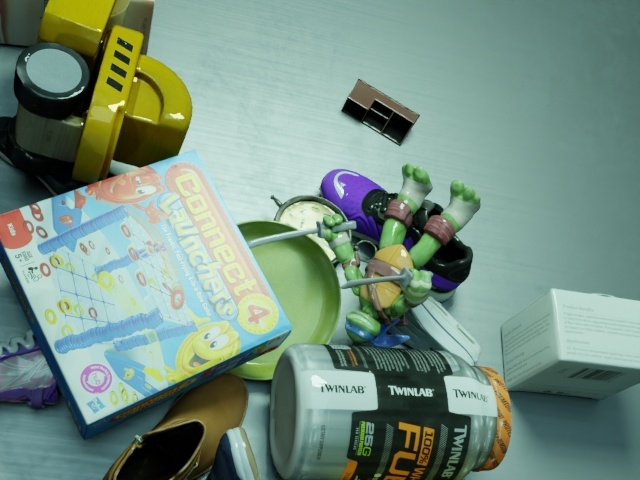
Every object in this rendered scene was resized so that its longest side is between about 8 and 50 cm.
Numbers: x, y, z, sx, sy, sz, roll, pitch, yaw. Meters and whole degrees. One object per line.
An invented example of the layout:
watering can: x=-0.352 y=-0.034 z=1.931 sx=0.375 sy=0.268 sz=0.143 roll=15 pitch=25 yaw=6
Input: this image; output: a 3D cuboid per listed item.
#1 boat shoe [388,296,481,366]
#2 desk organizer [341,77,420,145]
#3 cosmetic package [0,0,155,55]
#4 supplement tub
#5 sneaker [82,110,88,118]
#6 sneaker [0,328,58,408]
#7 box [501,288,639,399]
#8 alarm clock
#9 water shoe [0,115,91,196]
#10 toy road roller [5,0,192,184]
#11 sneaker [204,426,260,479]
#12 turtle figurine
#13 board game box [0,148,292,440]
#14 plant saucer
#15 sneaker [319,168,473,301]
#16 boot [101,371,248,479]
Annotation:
boat shoe: x=0.164 y=0.129 z=1.394 sx=0.226 sy=0.083 sz=0.076 roll=48 pitch=46 yaw=-3
desk organizer: x=0.108 y=-0.232 z=1.567 sx=0.130 sy=0.047 sz=0.050 roll=31 pitch=61 yaw=0
cosmetic package: x=-0.428 y=-0.407 z=1.425 sx=0.296 sy=0.153 sz=0.129 roll=2 pitch=63 yaw=-15
supplement tub: x=0.097 y=0.249 z=1.234 sx=0.316 sy=0.193 sz=0.194 roll=4 pitch=63 yaw=-16
sneaker: x=-0.391 y=-0.187 z=1.374 sx=0.064 sy=0.067 sz=0.175 roll=-26 pitch=76 yaw=-29
sneaker: x=-0.407 y=0.187 z=1.170 sx=0.236 sy=0.095 sz=0.104 roll=-25 pitch=81 yaw=-28
box: x=0.411 y=0.170 z=1.382 sx=0.181 sy=0.182 sz=0.119 roll=8 pitch=64 yaw=-13
alarm clock: x=0.000 y=0.000 z=1.405 sx=0.192 sy=0.064 sz=0.129 roll=14 pitch=61 yaw=-7
water shoe: x=-0.428 y=-0.138 z=1.328 sx=0.203 sy=0.080 sz=0.073 roll=38 pitch=59 yaw=3
toy road roller: x=-0.306 y=-0.233 z=1.268 sx=0.240 sy=0.202 sz=0.330 roll=16 pitch=57 yaw=-16
sneaker: x=-0.151 y=0.365 z=1.077 sx=0.153 sy=0.282 sz=0.099 roll=-5 pitch=26 yaw=-13
turtle figurine: x=0.094 y=0.001 z=1.238 sx=0.274 sy=0.198 sz=0.266 roll=42 pitch=73 yaw=-20
board game box: x=-0.244 y=0.062 z=1.183 sx=0.302 sy=0.086 sz=0.308 roll=-23 pitch=75 yaw=-27
plant saucer: x=-0.090 y=0.090 z=1.312 sx=0.241 sy=0.037 sz=0.241 roll=1 pitch=82 yaw=-7
sneaker: x=0.135 y=-0.037 z=1.418 sx=0.293 sy=0.146 sz=0.102 roll=40 pitch=59 yaw=4
boot: x=-0.181 y=0.253 z=1.128 sx=0.283 sy=0.220 sz=0.109 roll=-38 pitch=80 yaw=-29
